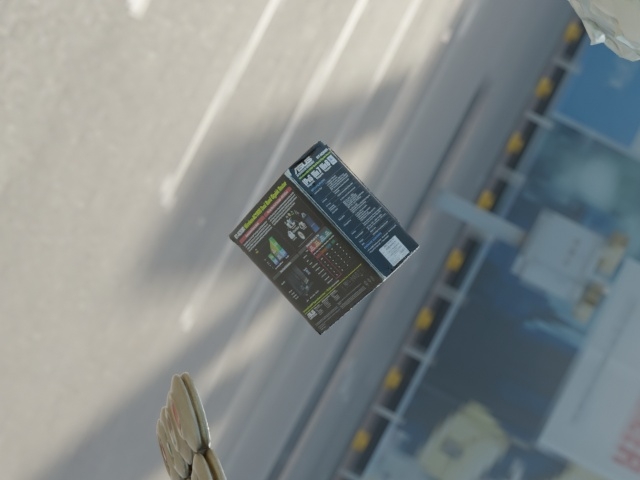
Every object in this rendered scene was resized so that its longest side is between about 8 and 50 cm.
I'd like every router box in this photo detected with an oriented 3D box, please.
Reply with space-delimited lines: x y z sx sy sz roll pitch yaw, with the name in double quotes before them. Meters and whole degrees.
"router box" 0.000 0.000 1.244 0.038 0.092 0.122 -43 180 -28

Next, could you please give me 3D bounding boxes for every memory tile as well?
"memory tile" -0.056 0.127 0.926 0.012 0.113 0.148 -16 168 -12

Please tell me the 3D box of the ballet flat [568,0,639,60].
"ballet flat" 0.046 -0.217 0.331 0.147 0.147 0.409 -14 96 -83
